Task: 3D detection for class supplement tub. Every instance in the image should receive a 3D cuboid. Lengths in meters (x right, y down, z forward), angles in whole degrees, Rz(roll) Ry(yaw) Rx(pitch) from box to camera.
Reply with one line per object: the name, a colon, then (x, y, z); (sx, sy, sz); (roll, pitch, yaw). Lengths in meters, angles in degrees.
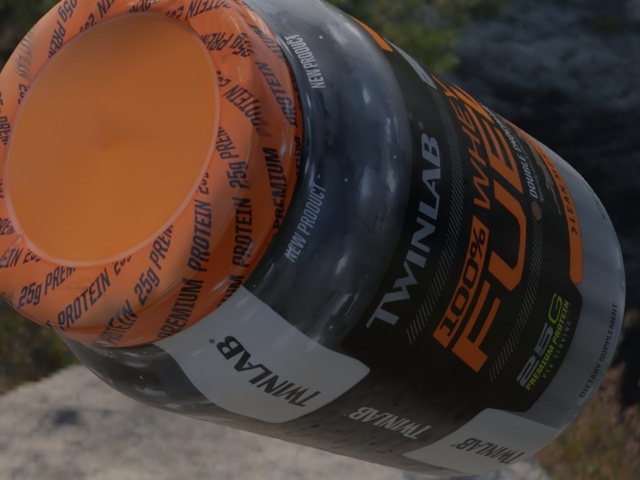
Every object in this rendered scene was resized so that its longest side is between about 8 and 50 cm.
supplement tub: (0.000, 0.000, 0.798); (0.207, 0.207, 0.338); (43, 12, 35)
